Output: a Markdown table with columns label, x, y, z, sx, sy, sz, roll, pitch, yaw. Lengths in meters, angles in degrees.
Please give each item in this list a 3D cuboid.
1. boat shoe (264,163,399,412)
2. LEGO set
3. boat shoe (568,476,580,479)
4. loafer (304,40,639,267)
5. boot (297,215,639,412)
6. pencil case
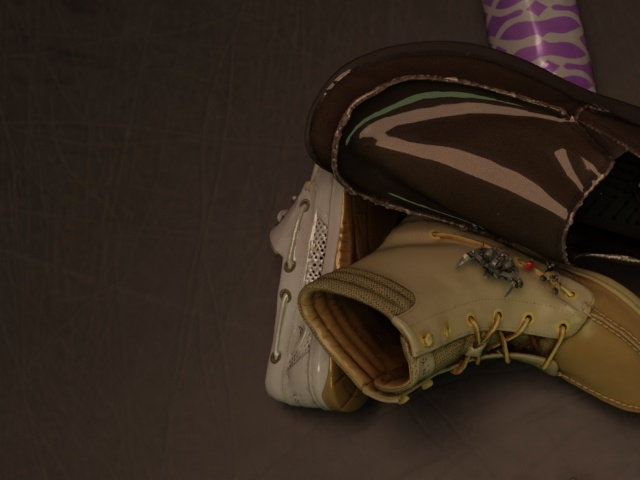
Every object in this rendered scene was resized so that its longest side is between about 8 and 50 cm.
| label | x | y | z | sx | sy | sz | roll | pitch | yaw |
| --- | --- | --- | --- | --- | --- | --- | --- | --- | --- |
| boat shoe | 0.000 | 0.000 | 1.563 | 0.096 | 0.098 | 0.277 | 0 | 72 | 31 |
| LEGO set | 0.144 | 0.018 | 1.450 | 0.083 | 0.023 | 0.054 | -4 | 41 | -28 |
| boat shoe | 0.095 | 0.283 | 1.470 | 0.302 | 0.113 | 0.103 | -45 | 79 | -2 |
| loafer | 0.171 | -0.056 | 1.461 | 0.366 | 0.130 | 0.133 | 9 | 116 | -8 |
| boot | 0.132 | 0.076 | 1.464 | 0.262 | 0.203 | 0.095 | 36 | 128 | 19 |
| pencil case | 0.182 | -0.171 | 1.582 | 0.088 | 0.086 | 0.206 | 4 | 73 | -35 |
